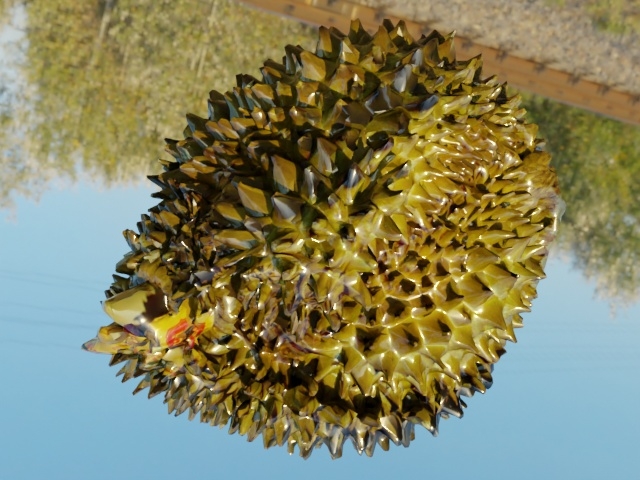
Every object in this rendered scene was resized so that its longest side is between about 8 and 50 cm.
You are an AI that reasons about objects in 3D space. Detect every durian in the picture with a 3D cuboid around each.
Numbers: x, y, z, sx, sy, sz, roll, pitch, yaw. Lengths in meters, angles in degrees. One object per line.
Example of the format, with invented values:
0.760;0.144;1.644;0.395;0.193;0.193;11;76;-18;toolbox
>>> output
0.005;0.005;0.543;0.258;0.293;0.258;36;168;9;durian
